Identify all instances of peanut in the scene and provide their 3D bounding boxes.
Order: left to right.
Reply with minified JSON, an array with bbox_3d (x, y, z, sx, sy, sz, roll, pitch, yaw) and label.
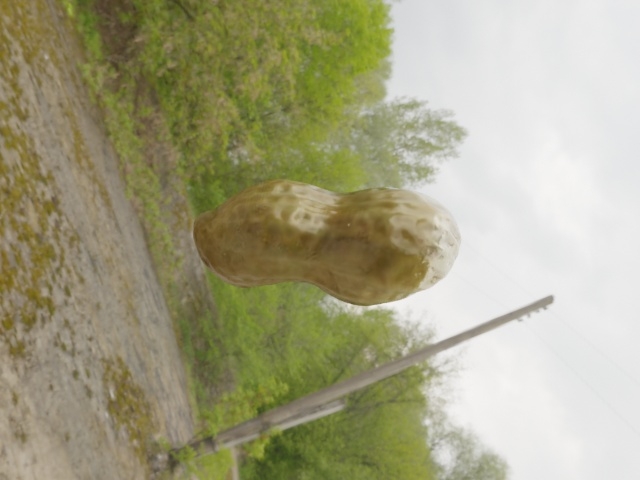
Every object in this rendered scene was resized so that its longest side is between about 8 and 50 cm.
[{"bbox_3d":[0.000,0.002,0.423,0.089,0.193,0.089,7,90,-77],"label":"peanut"}]
